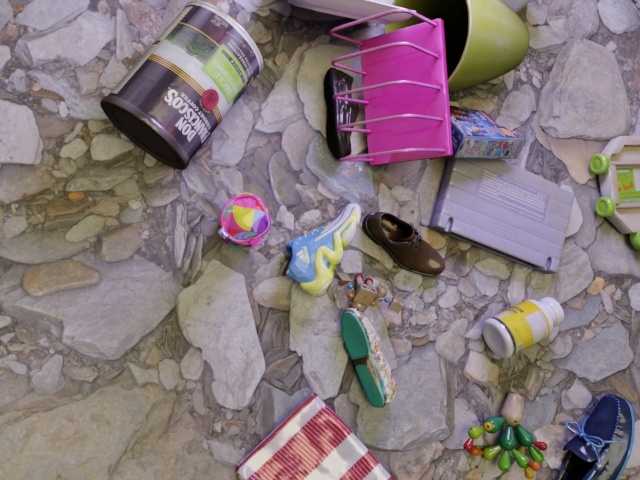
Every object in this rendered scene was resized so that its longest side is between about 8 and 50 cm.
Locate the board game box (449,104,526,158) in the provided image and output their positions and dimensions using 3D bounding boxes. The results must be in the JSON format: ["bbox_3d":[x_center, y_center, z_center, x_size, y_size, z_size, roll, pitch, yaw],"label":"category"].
[{"bbox_3d":[0.386,-0.258,1.353,0.194,0.194,0.060,6,125,-17],"label":"board game box"}]

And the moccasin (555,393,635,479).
[{"bbox_3d":[0.654,0.529,1.346,0.117,0.138,0.342,27,76,-7],"label":"moccasin"}]

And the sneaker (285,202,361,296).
[{"bbox_3d":[0.000,0.000,1.236,0.126,0.091,0.240,25,66,-1],"label":"sneaker"}]

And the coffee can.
[{"bbox_3d":[-0.276,-0.313,1.130,0.201,0.201,0.275,36,75,-10],"label":"coffee can"}]

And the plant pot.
[{"bbox_3d":[0.351,-0.481,1.324,0.293,0.275,0.274,-8,86,-33],"label":"plant pot"}]

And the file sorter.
[{"bbox_3d":[0.143,-0.316,1.187,0.182,0.202,0.290,-11,97,-53],"label":"file sorter"}]

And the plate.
[{"bbox_3d":[0.039,-0.529,1.239,0.278,0.277,0.045,5,114,-16],"label":"plate"}]

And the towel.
[{"bbox_3d":[0.014,0.518,1.148,0.237,0.037,0.329,-41,79,-11],"label":"towel"}]

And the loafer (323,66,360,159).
[{"bbox_3d":[0.058,-0.296,1.290,0.078,0.080,0.220,-2,84,-16],"label":"loafer"}]

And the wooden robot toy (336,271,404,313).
[{"bbox_3d":[0.101,0.133,1.276,0.173,0.076,0.079,22,113,-13],"label":"wooden robot toy"}]

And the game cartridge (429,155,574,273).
[{"bbox_3d":[0.462,-0.079,1.399,0.355,0.068,0.230,21,75,-13],"label":"game cartridge"}]

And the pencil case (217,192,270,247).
[{"bbox_3d":[-0.156,-0.032,1.116,0.104,0.236,0.104,0,89,-9],"label":"pencil case"}]

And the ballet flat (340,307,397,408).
[{"bbox_3d":[0.110,0.259,1.254,0.077,0.091,0.241,-21,95,-48],"label":"ballet flat"}]

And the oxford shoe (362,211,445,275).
[{"bbox_3d":[0.206,0.012,1.293,0.227,0.096,0.083,32,74,-12],"label":"oxford shoe"}]

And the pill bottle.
[{"bbox_3d":[0.496,0.205,1.351,0.184,0.103,0.103,-21,90,-18],"label":"pill bottle"}]

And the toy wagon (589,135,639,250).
[{"bbox_3d":[0.869,-0.114,1.518,0.267,0.068,0.344,-3,85,-17],"label":"toy wagon"}]

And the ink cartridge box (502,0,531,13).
[{"bbox_3d":[0.470,-0.728,1.302,0.279,0.385,0.160,45,74,-8],"label":"ink cartridge box"}]

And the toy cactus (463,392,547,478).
[{"bbox_3d":[0.450,0.455,1.320,0.219,0.112,0.180,19,69,-5],"label":"toy cactus"}]
